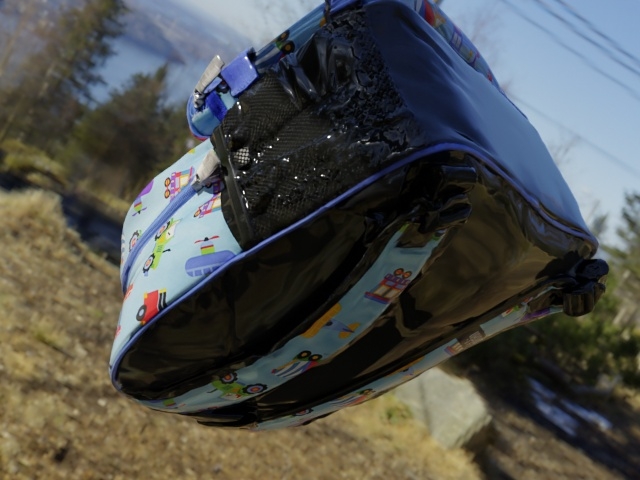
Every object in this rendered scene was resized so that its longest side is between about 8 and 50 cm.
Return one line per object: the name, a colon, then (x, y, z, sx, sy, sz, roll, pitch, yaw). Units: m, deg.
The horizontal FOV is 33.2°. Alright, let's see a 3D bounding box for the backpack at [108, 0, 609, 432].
backpack: (0.000, 0.000, 0.421, 0.158, 0.173, 0.117, 25, 38, -52)
